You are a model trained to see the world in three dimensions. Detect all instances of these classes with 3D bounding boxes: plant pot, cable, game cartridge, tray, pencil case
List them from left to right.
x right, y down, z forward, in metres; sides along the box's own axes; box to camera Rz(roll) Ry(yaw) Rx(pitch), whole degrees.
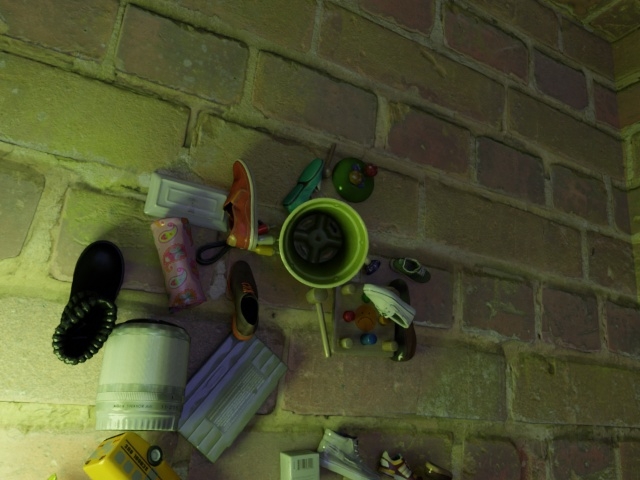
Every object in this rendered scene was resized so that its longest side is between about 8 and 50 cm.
[{"bbox_3d":[-0.430,0.071,1.431,0.124,0.124,0.284,-11,84,-29],"label":"pencil case"},{"bbox_3d":[-0.416,-0.125,1.534,0.270,0.030,0.145,14,73,-24],"label":"tray"},{"bbox_3d":[-0.283,0.455,1.447,0.230,0.068,0.355,49,61,-13],"label":"game cartridge"},{"bbox_3d":[-0.269,-0.001,1.557,0.287,0.072,0.140,-7,76,-29],"label":"cable"},{"bbox_3d":[0.000,0.000,1.567,0.276,0.254,0.276,0,94,-6],"label":"plant pot"}]

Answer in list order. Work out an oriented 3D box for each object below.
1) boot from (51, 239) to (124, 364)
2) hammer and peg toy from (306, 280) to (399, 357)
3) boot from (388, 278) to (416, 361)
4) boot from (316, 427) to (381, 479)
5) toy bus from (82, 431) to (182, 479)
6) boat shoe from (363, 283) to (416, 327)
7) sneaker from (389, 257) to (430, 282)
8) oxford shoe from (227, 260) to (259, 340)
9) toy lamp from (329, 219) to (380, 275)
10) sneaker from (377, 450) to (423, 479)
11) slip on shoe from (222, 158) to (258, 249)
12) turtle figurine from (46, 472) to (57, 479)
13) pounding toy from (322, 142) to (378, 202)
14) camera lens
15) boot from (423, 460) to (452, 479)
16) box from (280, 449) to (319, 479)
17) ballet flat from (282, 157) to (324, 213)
[{"bbox_3d":[-0.593,0.148,1.240,0.131,0.260,0.348,15,72,-24],"label":"boot"},{"bbox_3d":[0.105,0.275,1.655,0.361,0.127,0.266,9,76,-26],"label":"hammer and peg toy"},{"bbox_3d":[0.304,0.300,1.785,0.115,0.112,0.305,19,67,-49],"label":"boot"},{"bbox_3d":[0.110,0.712,1.565,0.258,0.095,0.123,30,73,-17],"label":"boot"},{"bbox_3d":[-0.446,0.648,1.237,0.333,0.108,0.130,56,27,-14],"label":"toy bus"},{"bbox_3d":[0.234,0.225,1.609,0.226,0.083,0.076,30,66,-20],"label":"boat shoe"},{"bbox_3d":[0.370,0.116,1.854,0.192,0.086,0.064,23,68,-21],"label":"sneaker"},{"bbox_3d":[-0.229,0.169,1.492,0.096,0.098,0.271,5,54,-28],"label":"oxford shoe"},{"bbox_3d":[0.109,0.007,1.752,0.275,0.080,0.080,47,61,-13],"label":"toy lamp"},{"bbox_3d":[0.289,0.794,1.655,0.185,0.069,0.084,25,72,-21],"label":"sneaker"},{"bbox_3d":[-0.265,-0.126,1.543,0.101,0.123,0.331,2,65,-19],"label":"slip on shoe"},{"bbox_3d":[-0.601,0.671,1.208,0.217,0.087,0.270,40,49,-30],"label":"turtle figurine"},{"bbox_3d":[0.127,-0.260,1.806,0.237,0.110,0.183,34,64,-17],"label":"pounding toy"},{"bbox_3d":[-0.468,0.359,1.264,0.219,0.219,0.274,12,65,-25],"label":"camera lens"},{"bbox_3d":[0.377,0.880,1.617,0.207,0.090,0.248,-59,143,-22],"label":"boot"},{"bbox_3d":[-0.065,0.714,1.479,0.101,0.087,0.102,6,76,-26],"label":"box"},{"bbox_3d":[-0.049,-0.188,1.724,0.087,0.083,0.247,53,58,-35],"label":"ballet flat"}]
